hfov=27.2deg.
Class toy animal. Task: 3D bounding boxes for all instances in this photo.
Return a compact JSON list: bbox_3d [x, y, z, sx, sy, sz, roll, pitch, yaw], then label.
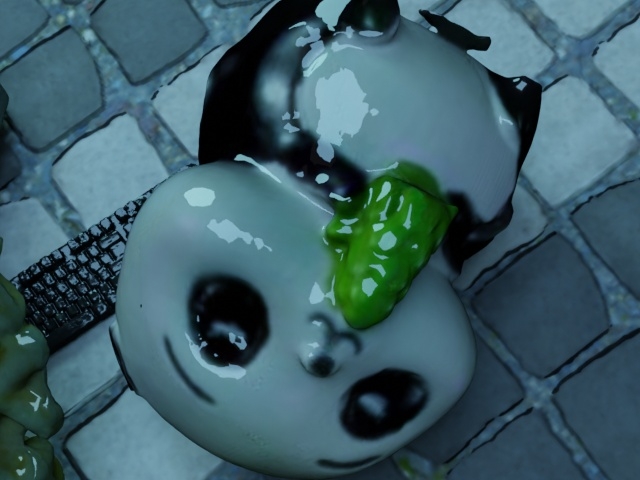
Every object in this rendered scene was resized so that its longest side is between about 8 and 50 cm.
[{"bbox_3d":[0.004,0.000,0.748,0.213,0.212,0.266,16,70,13],"label":"toy animal"}]

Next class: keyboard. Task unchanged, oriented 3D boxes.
[{"bbox_3d":[-0.150,0.022,0.863,0.195,0.018,0.060,-34,72,-4],"label":"keyboard"}]

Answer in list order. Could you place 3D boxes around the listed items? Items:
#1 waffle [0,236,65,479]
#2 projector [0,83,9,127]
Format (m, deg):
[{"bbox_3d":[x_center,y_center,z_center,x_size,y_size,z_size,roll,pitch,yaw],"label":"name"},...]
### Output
[{"bbox_3d":[-0.299,0.067,0.752,0.309,0.291,0.056,-9,27,14],"label":"waffle"},{"bbox_3d":[-0.352,-0.035,0.865,0.250,0.108,0.198,8,72,9],"label":"projector"}]
